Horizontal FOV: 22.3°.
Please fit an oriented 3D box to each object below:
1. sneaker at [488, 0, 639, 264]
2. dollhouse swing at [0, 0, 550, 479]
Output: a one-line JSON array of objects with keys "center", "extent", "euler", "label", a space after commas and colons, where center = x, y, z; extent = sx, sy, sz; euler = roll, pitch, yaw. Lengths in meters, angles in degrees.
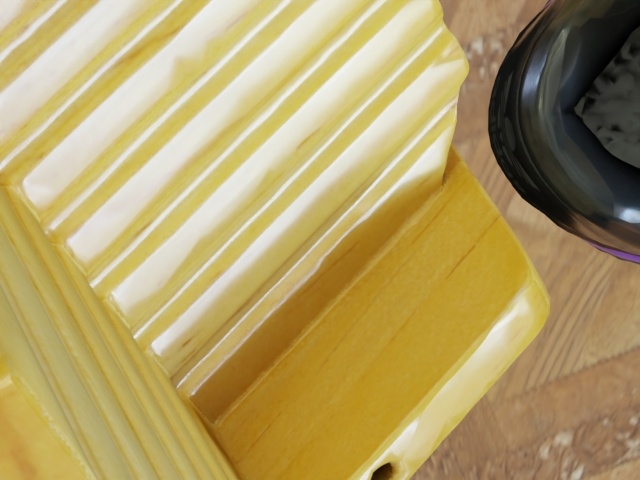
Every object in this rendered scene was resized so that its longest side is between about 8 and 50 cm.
[{"center": [0.173, -0.041, 0.326], "extent": [0.293, 0.146, 0.102], "euler": [-12, 90, 18], "label": "sneaker"}, {"center": [0.000, 0.000, 0.594], "extent": [0.315, 0.347, 0.305], "euler": [-45, 41, -14], "label": "dollhouse swing"}]
